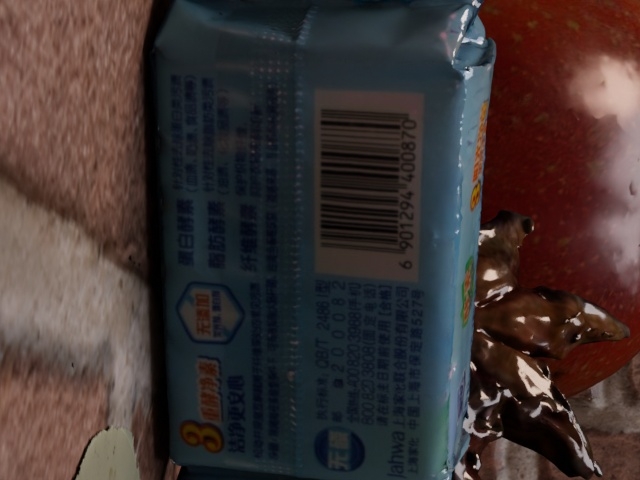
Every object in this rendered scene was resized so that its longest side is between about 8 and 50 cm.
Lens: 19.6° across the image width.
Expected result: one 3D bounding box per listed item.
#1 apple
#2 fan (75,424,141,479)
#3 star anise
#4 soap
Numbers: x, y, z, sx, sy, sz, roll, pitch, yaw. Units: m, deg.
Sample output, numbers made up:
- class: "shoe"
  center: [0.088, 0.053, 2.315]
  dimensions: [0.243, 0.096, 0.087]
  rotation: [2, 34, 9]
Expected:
- class: "apple"
  center: [0.121, -0.046, 1.316]
  dimensions: [0.348, 0.276, 0.349]
  rotation: [5, 90, -83]
- class: "fan"
  center: [-0.107, 0.212, 0.753]
  dimensions: [0.329, 0.009, 0.191]
  rotation: [-75, 168, -57]
- class: "star anise"
  center: [0.065, 0.038, 1.047]
  dimensions: [0.102, 0.272, 0.272]
  rotation: [120, -16, -53]
- class: "soap"
  center: [0.000, 0.000, 0.885]
  dimensions: [0.077, 0.156, 0.293]
  rotation: [-68, 162, -62]
